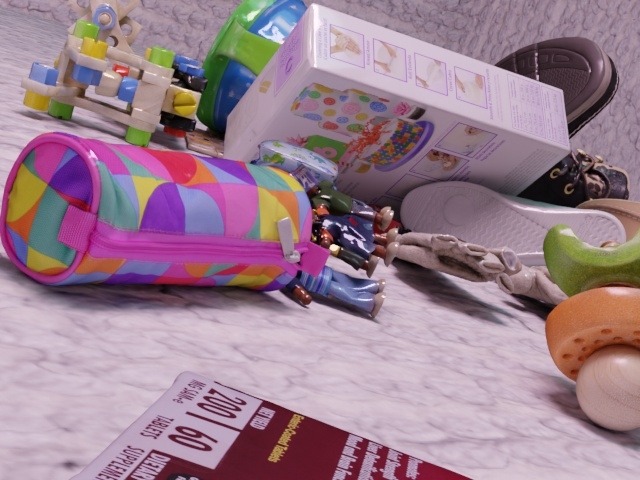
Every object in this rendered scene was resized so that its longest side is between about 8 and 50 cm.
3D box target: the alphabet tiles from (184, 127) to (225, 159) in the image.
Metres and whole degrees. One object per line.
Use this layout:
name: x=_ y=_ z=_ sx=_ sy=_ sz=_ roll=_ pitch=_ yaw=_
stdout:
alphabet tiles: x=-0.097 y=-0.122 z=1.582 sx=0.198 sy=0.009 sz=0.237 roll=16 pitch=11 yaw=-13

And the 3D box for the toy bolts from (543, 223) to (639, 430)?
toy bolts: x=0.294 y=0.091 z=0.844 sx=0.228 sy=0.159 sz=0.218 roll=-8 pitch=-39 yaw=18

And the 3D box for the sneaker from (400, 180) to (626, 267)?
sneaker: x=0.223 y=-0.001 z=1.334 sx=0.255 sy=0.094 sz=0.151 roll=11 pitch=-8 yaw=9

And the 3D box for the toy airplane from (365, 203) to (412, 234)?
toy airplane: x=0.031 y=-0.030 z=1.266 sx=0.151 sy=0.028 sz=0.151 roll=18 pitch=9 yaw=-3

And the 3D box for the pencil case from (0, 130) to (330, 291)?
pencil case: x=-0.099 y=-0.014 z=0.767 sx=0.104 sy=0.104 sz=0.236 roll=26 pitch=14 yaw=36

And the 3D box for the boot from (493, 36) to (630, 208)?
boot: x=0.315 y=-0.115 z=1.533 sx=0.284 sy=0.377 sz=0.138 roll=18 pitch=52 yaw=-32

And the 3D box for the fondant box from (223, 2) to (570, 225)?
fondant box: x=0.084 y=-0.123 z=1.304 sx=0.330 sy=0.096 sz=0.238 roll=14 pitch=-32 yaw=-23

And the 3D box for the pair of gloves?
pair of gloves: x=0.188 y=0.031 z=1.111 sx=0.240 sy=0.042 sz=0.204 roll=18 pitch=1 yaw=-11

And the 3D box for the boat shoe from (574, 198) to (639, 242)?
boat shoe: x=0.443 y=0.033 z=1.408 sx=0.341 sy=0.122 sz=0.110 roll=28 pitch=13 yaw=36

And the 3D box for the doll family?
doll family: x=0.000 y=0.000 z=0.934 sx=0.111 sy=0.076 sz=0.193 roll=22 pitch=13 yaw=-8

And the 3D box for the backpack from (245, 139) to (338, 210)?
backpack: x=-0.030 y=-0.052 z=1.119 sx=0.105 sy=0.084 sz=0.114 roll=20 pitch=7 yaw=-3

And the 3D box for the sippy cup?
sippy cup: x=-0.024 y=-0.213 z=1.606 sx=0.224 sy=0.240 sz=0.305 roll=32 pitch=38 yaw=13

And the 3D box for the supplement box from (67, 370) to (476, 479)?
supplement box: x=0.042 y=0.126 z=0.341 sx=0.239 sy=0.073 sz=0.130 roll=20 pitch=10 yaw=4

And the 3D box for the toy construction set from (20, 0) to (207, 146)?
toy construction set: x=-0.255 y=-0.217 z=1.429 sx=0.215 sy=0.151 sz=0.328 roll=15 pitch=26 yaw=-14
